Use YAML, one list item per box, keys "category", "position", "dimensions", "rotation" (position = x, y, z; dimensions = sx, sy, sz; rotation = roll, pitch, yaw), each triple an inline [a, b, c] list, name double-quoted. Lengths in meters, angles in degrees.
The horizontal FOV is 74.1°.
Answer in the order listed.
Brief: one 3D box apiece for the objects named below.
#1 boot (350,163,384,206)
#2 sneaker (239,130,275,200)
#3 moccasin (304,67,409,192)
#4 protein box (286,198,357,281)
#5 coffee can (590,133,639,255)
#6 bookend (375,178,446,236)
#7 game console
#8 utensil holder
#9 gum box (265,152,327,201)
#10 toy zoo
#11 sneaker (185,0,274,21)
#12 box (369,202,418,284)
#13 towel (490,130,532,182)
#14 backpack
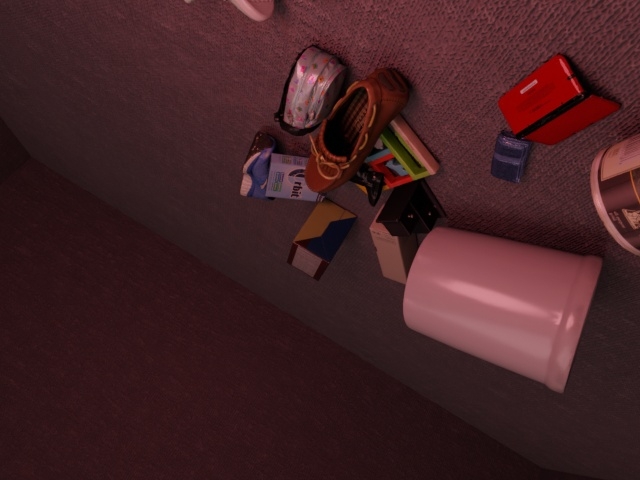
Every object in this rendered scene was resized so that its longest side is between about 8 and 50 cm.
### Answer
- category: "boot"
  position: [0.113, -0.152, 1.124]
  dimensions: [0.099, 0.045, 0.121]
  rotation: [24, 145, 17]
- category: "sneaker"
  position: [-0.166, -0.225, 1.349]
  dimensions: [0.147, 0.129, 0.330]
  rotation: [18, 159, -5]
- category: "moccasin"
  position: [0.048, -0.223, 0.966]
  dimensions: [0.139, 0.147, 0.380]
  rotation: [61, 147, 5]
- category: "protein box"
  position: [0.000, 0.000, 1.446]
  dimensions: [0.136, 0.199, 0.201]
  rotation: [31, 155, 2]
- category: "coffee can"
  position: [0.580, -0.101, 0.597]
  dimensions: [0.202, 0.201, 0.275]
  rotation: [37, 155, -10]
- category: "bookend"
  position: [0.242, -0.059, 1.114]
  dimensions: [0.072, 0.157, 0.156]
  rotation: [2, 141, 48]
- category: "game console"
  position: [0.415, -0.242, 0.749]
  dimensions: [0.124, 0.085, 0.144]
  rotation: [64, 154, 5]
- category: "utensil holder"
  position: [0.451, 0.147, 1.072]
  dimensions: [0.386, 0.327, 0.327]
  rotation: [18, 152, 34]
- category: "gum box"
  position: [-0.063, -0.181, 1.254]
  dimensions: [0.185, 0.041, 0.157]
  rotation: [5, 148, -12]
- category: "toy zoo"
  position: [0.135, -0.212, 1.087]
  dimensions: [0.192, 0.030, 0.293]
  rotation: [45, 152, -19]
- category: "sneaker"
  position: [-0.207, -0.515, 0.855]
  dimensions: [0.256, 0.094, 0.151]
  rotation: [46, 147, -8]
- category: "box"
  position: [0.236, 0.015, 1.315]
  dimensions: [0.094, 0.113, 0.275]
  rotation: [18, 151, 29]
- category: "towel"
  position: [0.394, -0.172, 0.883]
  dimensions: [0.067, 0.029, 0.119]
  rotation: [21, 153, 24]
- category: "backpack"
  position: [-0.018, -0.335, 0.942]
  dimensions: [0.115, 0.151, 0.182]
  rotation: [26, 143, 0]
